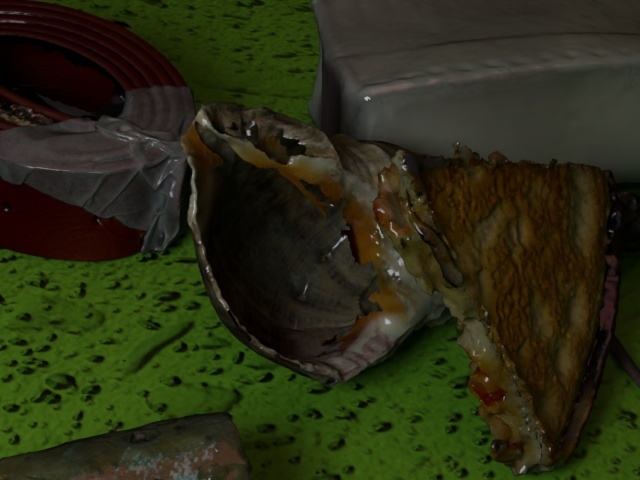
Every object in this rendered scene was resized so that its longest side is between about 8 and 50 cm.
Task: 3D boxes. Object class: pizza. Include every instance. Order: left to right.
[{"bbox_3d":[0.137,0.052,1.063,0.074,0.251,0.287,-10,-11,44],"label":"pizza"}]

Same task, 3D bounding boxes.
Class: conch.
[{"bbox_3d":[-0.002,0.002,1.141,0.291,0.159,0.210,32,81,-15],"label":"conch"}]

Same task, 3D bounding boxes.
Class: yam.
[{"bbox_3d":[-0.148,0.184,0.971,0.194,0.107,0.107,-10,45,-15],"label":"yam"}]

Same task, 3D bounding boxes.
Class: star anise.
[{"bbox_3d":[0.270,0.059,1.214,0.148,0.218,0.228,12,79,-37],"label":"star anise"}]

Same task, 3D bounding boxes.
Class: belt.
[{"bbox_3d":[-0.242,-0.103,1.265,0.323,0.115,0.227,24,47,19],"label":"belt"}]

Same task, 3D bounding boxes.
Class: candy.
[{"bbox_3d":[0.172,-0.142,1.314,0.358,0.145,0.208,-6,35,-13],"label":"candy"}]
